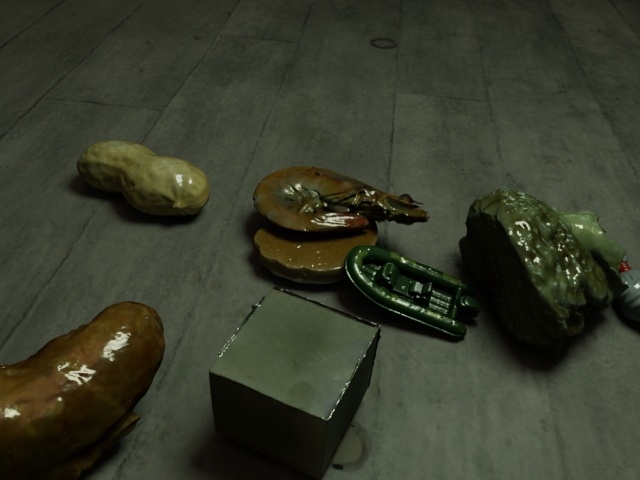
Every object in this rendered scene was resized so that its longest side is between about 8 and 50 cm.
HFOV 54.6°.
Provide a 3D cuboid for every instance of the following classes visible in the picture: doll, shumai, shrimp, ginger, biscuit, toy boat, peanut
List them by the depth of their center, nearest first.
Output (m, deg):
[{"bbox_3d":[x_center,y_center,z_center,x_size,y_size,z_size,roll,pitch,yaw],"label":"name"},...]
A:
[{"bbox_3d":[-0.315,0.185,0.674,0.321,0.172,0.165,-17,6,-32],"label":"ginger"},{"bbox_3d":[0.337,0.024,0.897,0.218,0.189,0.255,-8,46,-12],"label":"shumai"},{"bbox_3d":[0.132,0.069,0.909,0.210,0.052,0.104,24,53,3],"label":"toy boat"},{"bbox_3d":[0.480,0.070,0.945,0.094,0.079,0.180,35,24,-21],"label":"doll"},{"bbox_3d":[0.024,-0.053,0.982,0.288,0.062,0.152,14,40,21],"label":"shrimp"},{"bbox_3d":[0.000,0.000,1.001,0.181,0.049,0.208,17,39,17],"label":"biscuit"},{"bbox_3d":[-0.308,-0.111,1.069,0.263,0.101,0.117,24,23,23],"label":"peanut"}]

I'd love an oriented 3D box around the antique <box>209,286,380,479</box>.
[{"bbox_3d":[-0.028,0.164,0.719,0.147,0.147,0.152,19,42,18],"label":"antique"}]
